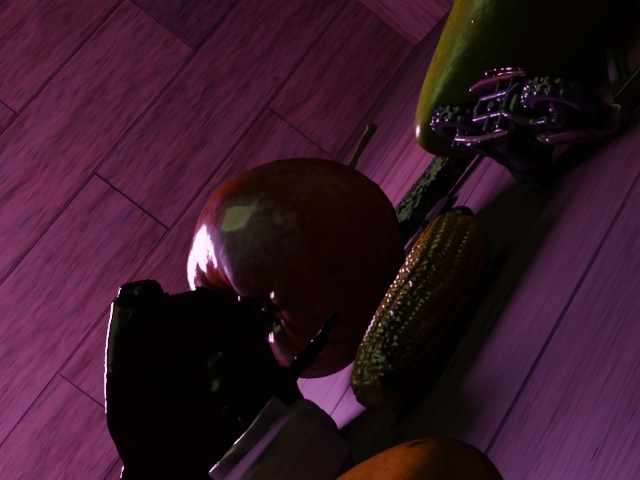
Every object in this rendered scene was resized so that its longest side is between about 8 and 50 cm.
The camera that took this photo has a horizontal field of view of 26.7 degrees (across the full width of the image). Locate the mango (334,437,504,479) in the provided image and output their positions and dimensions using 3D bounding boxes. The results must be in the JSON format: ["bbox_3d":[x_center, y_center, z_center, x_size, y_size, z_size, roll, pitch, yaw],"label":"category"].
[{"bbox_3d":[0.016,0.187,0.682,0.262,0.109,0.157,-41,2,42],"label":"mango"}]

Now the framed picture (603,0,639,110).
[{"bbox_3d":[0.366,-0.271,1.172,0.335,0.022,0.247,-51,5,20],"label":"framed picture"}]

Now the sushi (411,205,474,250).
[{"bbox_3d":[0.119,-0.001,1.368,0.083,0.044,0.046,-51,4,38],"label":"sushi"}]

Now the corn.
[{"bbox_3d":[0.087,0.058,1.140,0.203,0.072,0.072,-57,7,-33],"label":"corn"}]

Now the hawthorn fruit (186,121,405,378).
[{"bbox_3d":[-0.011,0.029,1.445,0.263,0.231,0.235,-4,-54,-41],"label":"hawthorn fruit"}]

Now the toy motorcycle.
[{"bbox_3d":[0.189,-0.101,1.182,0.212,0.118,0.084,-9,59,65],"label":"toy motorcycle"}]

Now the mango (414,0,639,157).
[{"bbox_3d":[0.214,-0.225,1.374,0.343,0.156,0.192,-54,-33,0],"label":"mango"}]

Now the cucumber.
[{"bbox_3d":[0.165,-0.100,1.650,0.256,0.043,0.044,-51,5,1],"label":"cucumber"}]

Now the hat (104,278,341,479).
[{"bbox_3d":[-0.076,0.201,1.271,0.238,0.209,0.336,-30,-59,-69],"label":"hat"}]

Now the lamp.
[{"bbox_3d":[-0.036,0.205,0.982,0.179,0.108,0.246,-46,5,18],"label":"lamp"}]

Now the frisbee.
[{"bbox_3d":[0.084,0.041,1.578,0.187,0.012,0.211,-49,6,39],"label":"frisbee"}]
